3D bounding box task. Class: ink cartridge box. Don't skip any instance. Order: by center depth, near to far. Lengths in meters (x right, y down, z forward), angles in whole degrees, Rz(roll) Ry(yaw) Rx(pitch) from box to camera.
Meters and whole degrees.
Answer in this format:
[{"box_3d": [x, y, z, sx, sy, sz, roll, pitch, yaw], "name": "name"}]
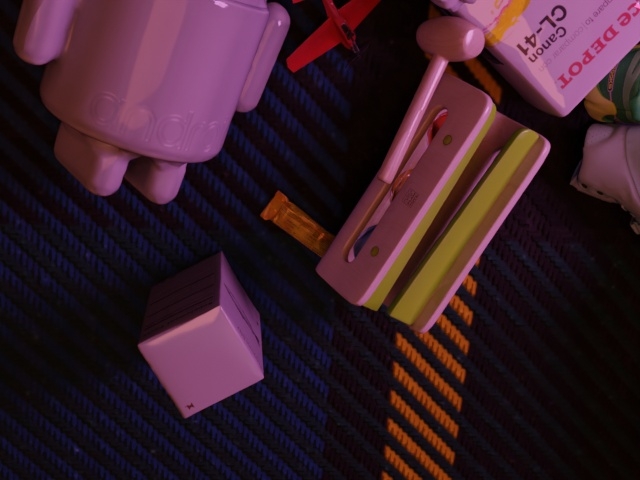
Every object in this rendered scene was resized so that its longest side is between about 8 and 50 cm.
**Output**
[{"box_3d": [0.221, -0.320, 1.003, 0.306, 0.131, 0.226, 41, 101, -15], "name": "ink cartridge box"}]

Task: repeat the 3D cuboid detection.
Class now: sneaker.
[{"box_3d": [0.446, -0.202, 1.057, 0.295, 0.123, 0.109, -28, 119, -6], "name": "sneaker"}, {"box_3d": [0.391, -0.049, 1.148, 0.151, 0.094, 0.256, 13, 143, 33], "name": "sneaker"}]

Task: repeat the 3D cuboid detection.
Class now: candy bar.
[{"box_3d": [0.000, 0.000, 1.150, 0.161, 0.018, 0.040, 36, 105, -16], "name": "candy bar"}]

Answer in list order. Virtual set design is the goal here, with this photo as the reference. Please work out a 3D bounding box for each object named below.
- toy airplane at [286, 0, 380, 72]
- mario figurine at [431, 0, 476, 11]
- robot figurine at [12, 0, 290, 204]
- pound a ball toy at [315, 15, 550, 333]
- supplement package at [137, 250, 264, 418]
[{"box_3d": [0.015, -0.255, 1.032, 0.151, 0.028, 0.151, -18, 128, -24], "name": "toy airplane"}, {"box_3d": [0.173, -0.297, 0.836, 0.321, 0.198, 0.170, -11, 107, -3], "name": "mario figurine"}, {"box_3d": [-0.163, -0.218, 0.965, 0.300, 0.200, 0.353, 4, 114, -46], "name": "robot figurine"}, {"box_3d": [0.105, -0.079, 1.054, 0.208, 0.136, 0.319, 25, 100, -39], "name": "pound a ball toy"}, {"box_3d": [-0.136, 0.104, 1.088, 0.105, 0.179, 0.105, -26, 110, 4], "name": "supplement package"}]
